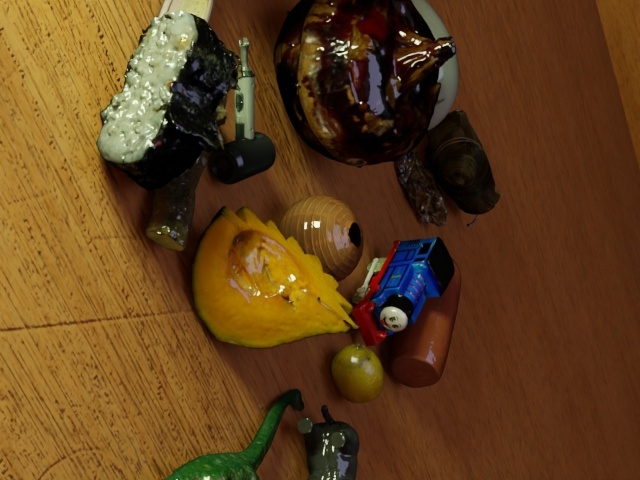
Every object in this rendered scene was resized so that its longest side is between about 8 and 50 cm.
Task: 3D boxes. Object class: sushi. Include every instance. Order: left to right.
[{"bbox_3d":[-0.170,-0.165,1.330,0.115,0.147,0.213,33,72,-43],"label":"sushi"}]

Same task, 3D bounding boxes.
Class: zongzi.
[{"bbox_3d":[0.288,-0.094,2.139,0.241,0.111,0.248,-91,156,-50],"label":"zongzi"}]

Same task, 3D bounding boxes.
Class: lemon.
[{"bbox_3d":[0.060,0.215,1.749,0.082,0.082,0.111,-59,140,-47],"label":"lemon"}]

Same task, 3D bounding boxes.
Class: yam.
[{"bbox_3d":[-0.175,-0.101,1.431,0.061,0.061,0.253,48,44,-45],"label":"yam"}]

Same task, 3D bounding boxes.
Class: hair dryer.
[{"bbox_3d":[-0.110,-0.182,1.528,0.100,0.057,0.198,-28,122,-59],"label":"hair dryer"}]

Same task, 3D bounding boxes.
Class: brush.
[{"bbox_3d":[-0.166,-0.350,1.509,0.067,0.071,0.313,82,16,-57],"label":"brush"}]

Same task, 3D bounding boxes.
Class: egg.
[{"bbox_3d":[0.141,-0.314,1.903,0.183,0.182,0.264,-17,93,-60],"label":"egg"}]

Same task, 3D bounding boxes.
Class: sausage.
[{"bbox_3d":[0.190,0.127,1.966,0.113,0.113,0.259,51,43,-43],"label":"sausage"}]

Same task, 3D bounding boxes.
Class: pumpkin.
[{"bbox_3d":[-0.086,0.064,1.519,0.254,0.149,0.130,40,12,-20],"label":"pumpkin"}]

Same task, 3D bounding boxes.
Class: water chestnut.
[{"bbox_3d":[0.080,-0.256,1.681,0.300,0.300,0.300,20,67,-57],"label":"water chestnut"}]

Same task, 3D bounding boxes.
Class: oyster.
[{"bbox_3d":[0.197,-0.100,2.090,0.177,0.056,0.105,68,25,-16],"label":"oyster"}]

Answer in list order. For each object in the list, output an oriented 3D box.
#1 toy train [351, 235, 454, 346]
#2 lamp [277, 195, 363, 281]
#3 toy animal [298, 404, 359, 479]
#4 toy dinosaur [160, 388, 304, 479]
[{"bbox_3d":[0.134,0.081,1.855,0.204,0.131,0.083,-57,132,-48],"label":"toy train"},{"bbox_3d":[0.000,0.000,1.643,0.136,0.136,0.136,20,67,-57],"label":"lamp"},{"bbox_3d":[0.017,0.377,1.615,0.137,0.082,0.270,35,51,-75],"label":"toy animal"},{"bbox_3d":[-0.124,0.266,1.414,0.447,0.087,0.301,49,44,-54],"label":"toy dinosaur"}]
